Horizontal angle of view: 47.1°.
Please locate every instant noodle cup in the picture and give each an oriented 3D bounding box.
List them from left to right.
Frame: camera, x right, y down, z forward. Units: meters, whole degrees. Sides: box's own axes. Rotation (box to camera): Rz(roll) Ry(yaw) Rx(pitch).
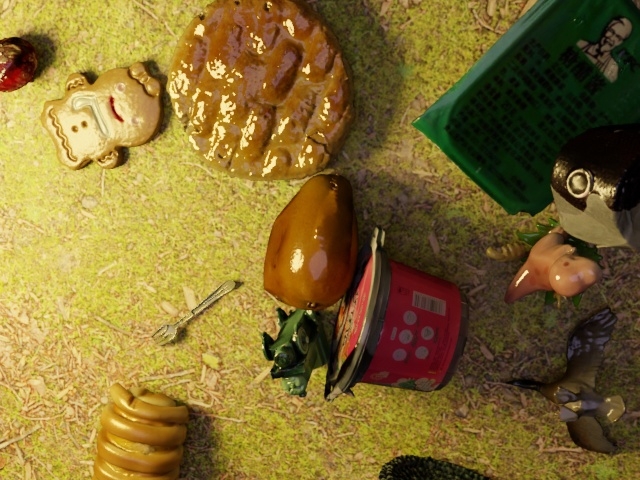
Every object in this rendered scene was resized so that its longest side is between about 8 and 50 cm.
[{"bbox_3d":[0.133,0.144,1.214,0.182,0.258,0.302,16,110,-6],"label":"instant noodle cup"}]

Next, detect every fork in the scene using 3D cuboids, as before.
[{"bbox_3d":[-0.243,0.140,1.389,0.219,0.028,0.034,-35,90,17],"label":"fork"}]

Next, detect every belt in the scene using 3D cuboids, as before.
[{"bbox_3d":[0.223,0.505,1.289,0.295,0.207,0.160,15,102,-7],"label":"belt"},{"bbox_3d":[0.461,-0.081,1.075,0.289,0.164,0.184,-2,108,-33],"label":"belt"}]

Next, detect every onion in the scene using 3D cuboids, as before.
[{"bbox_3d":[-0.555,-0.315,1.320,0.107,0.097,0.107,-13,57,21],"label":"onion"}]

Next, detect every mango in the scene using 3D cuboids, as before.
[{"bbox_3d":[0.000,0.000,1.242,0.136,0.166,0.235,11,77,-24],"label":"mango"}]

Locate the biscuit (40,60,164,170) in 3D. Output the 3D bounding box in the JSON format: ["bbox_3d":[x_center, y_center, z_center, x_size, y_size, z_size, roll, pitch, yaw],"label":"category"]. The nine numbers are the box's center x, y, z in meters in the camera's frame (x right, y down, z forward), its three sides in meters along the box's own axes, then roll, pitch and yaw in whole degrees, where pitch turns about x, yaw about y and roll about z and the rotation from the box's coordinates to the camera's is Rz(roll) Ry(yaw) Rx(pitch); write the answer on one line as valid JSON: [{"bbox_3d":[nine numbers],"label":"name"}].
[{"bbox_3d":[-0.389,-0.225,1.333,0.249,0.035,0.184,-18,99,14],"label":"biscuit"}]

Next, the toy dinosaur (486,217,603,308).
[{"bbox_3d":[0.372,0.060,1.154,0.194,0.177,0.152,-16,104,41],"label":"toy dinosaur"}]

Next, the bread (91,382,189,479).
[{"bbox_3d":[-0.359,0.441,1.435,0.173,0.121,0.311,14,106,7],"label":"bread"}]

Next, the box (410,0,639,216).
[{"bbox_3d":[0.339,-0.228,1.123,0.264,0.106,0.337,38,108,-22],"label":"box"}]

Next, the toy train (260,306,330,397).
[{"bbox_3d":[-0.037,0.187,1.270,0.083,0.200,0.132,-14,105,16],"label":"toy train"}]

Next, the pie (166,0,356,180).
[{"bbox_3d":[-0.098,-0.256,1.245,0.340,0.083,0.339,3,104,14],"label":"pie"}]

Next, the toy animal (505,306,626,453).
[{"bbox_3d":[0.412,0.246,1.228,0.197,0.160,0.272,3,96,13],"label":"toy animal"}]
